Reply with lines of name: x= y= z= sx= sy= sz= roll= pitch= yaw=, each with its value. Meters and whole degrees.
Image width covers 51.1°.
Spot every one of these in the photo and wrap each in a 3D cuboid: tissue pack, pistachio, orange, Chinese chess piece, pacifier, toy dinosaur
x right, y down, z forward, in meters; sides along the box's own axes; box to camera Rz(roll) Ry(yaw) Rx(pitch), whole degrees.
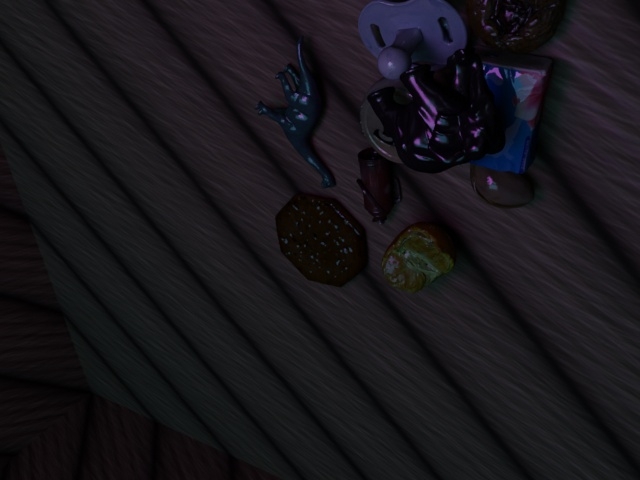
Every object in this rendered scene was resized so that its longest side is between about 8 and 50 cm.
tissue pack: x=0.435 y=-0.317 z=1.640 sx=0.209 sy=0.137 sz=0.269 roll=22 pitch=131 yaw=26
pistachio: x=0.471 y=-0.151 z=1.752 sx=0.185 sy=0.124 sz=0.124 roll=28 pitch=134 yaw=-1
orange: x=0.296 y=0.042 z=1.973 sx=0.179 sy=0.158 sz=0.237 roll=38 pitch=131 yaw=-1
Chinese chess piece: x=0.225 y=-0.326 z=1.804 sx=0.250 sy=0.101 sz=0.250 roll=22 pitch=135 yaw=24
pacifier: x=0.209 y=-0.472 z=1.644 sx=0.287 sy=0.225 sz=0.238 roll=11 pitch=144 yaw=32
toy dinosaur: x=-0.012 y=-0.359 z=1.982 sx=0.331 sy=0.129 sz=0.383 roll=36 pitch=134 yaw=-5

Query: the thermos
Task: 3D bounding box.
thermos: x=0.173 y=-0.153 z=1.979 sx=0.124 sy=0.099 sz=0.232 roll=-11 pitch=120 yaw=-1

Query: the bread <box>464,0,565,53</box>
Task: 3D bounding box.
bread: x=0.433 y=-0.532 z=1.507 sx=0.230 sy=0.123 sz=0.229 roll=18 pitch=126 yaw=27

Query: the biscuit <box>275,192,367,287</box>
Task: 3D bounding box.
biscuit: x=0.001 y=0.000 z=2.238 sx=0.359 sy=0.046 sz=0.359 roll=19 pitch=130 yaw=25

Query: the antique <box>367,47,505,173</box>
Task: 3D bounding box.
antique: x=0.283 y=-0.287 z=1.579 sx=0.322 sy=0.185 sz=0.255 roll=-22 pitch=86 yaw=54
